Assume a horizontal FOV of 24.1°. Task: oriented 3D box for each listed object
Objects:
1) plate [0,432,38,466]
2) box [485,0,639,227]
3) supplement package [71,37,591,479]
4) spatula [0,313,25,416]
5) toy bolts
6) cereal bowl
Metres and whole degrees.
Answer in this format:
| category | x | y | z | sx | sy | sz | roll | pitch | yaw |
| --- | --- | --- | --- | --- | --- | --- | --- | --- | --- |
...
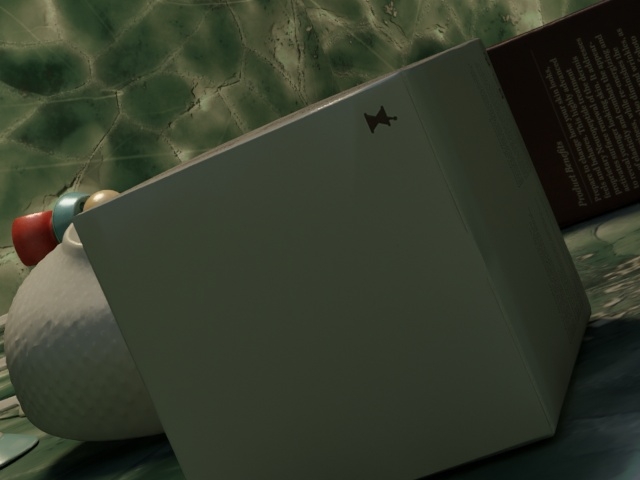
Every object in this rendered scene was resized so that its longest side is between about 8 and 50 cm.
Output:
| category | x | y | z | sx | sy | sz | roll | pitch | yaw |
| --- | --- | --- | --- | --- | --- | --- | --- | --- | --- |
| plate | -0.370 | 0.227 | 1.480 | 0.188 | 0.024 | 0.188 | -24 | 5 | 2 |
| box | 0.325 | -0.150 | 1.422 | 0.381 | 0.191 | 0.143 | -20 | 5 | 26 |
| supplement package | 0.024 | 0.016 | 0.877 | 0.198 | 0.199 | 0.262 | -22 | 5 | 17 |
| spatula | -0.362 | 0.139 | 1.819 | 0.019 | 0.168 | 0.242 | 17 | -22 | -30 |
| toy bolts | -0.263 | 0.042 | 1.896 | 0.158 | 0.228 | 0.218 | -20 | -2 | 40 |
| cereal bowl | -0.127 | 0.032 | 1.324 | 0.339 | 0.141 | 0.339 | -15 | 19 | 5 |
